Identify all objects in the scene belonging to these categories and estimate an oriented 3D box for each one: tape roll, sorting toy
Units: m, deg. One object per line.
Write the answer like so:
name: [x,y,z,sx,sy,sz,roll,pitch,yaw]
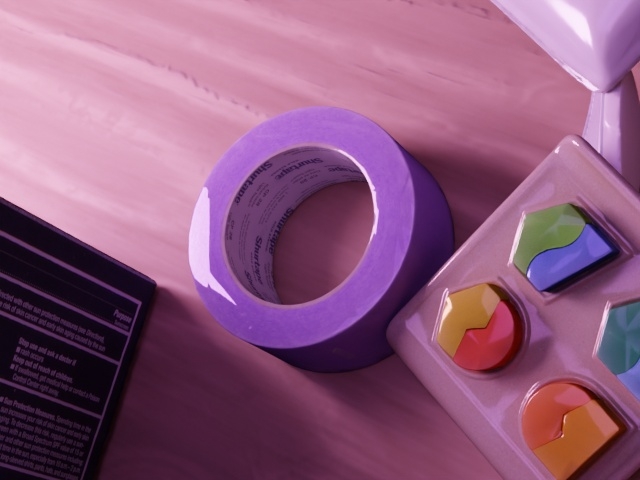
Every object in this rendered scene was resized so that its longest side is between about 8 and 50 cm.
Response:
tape roll: [0.000,0.000,1.070,0.189,0.080,0.189,-10,67,24]
sorting toy: [0.160,0.064,0.945,0.208,0.038,0.193,-50,66,20]

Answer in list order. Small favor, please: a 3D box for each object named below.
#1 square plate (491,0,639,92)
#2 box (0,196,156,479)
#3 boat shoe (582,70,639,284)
square plate: [0.219,-0.327,1.049,0.347,0.049,0.344,-48,47,9]
box: [-0.308,0.112,1.063,0.182,0.296,0.294,11,76,31]
boat shoe: [0.189,-0.035,1.000,0.063,0.066,0.184,1,82,27]
